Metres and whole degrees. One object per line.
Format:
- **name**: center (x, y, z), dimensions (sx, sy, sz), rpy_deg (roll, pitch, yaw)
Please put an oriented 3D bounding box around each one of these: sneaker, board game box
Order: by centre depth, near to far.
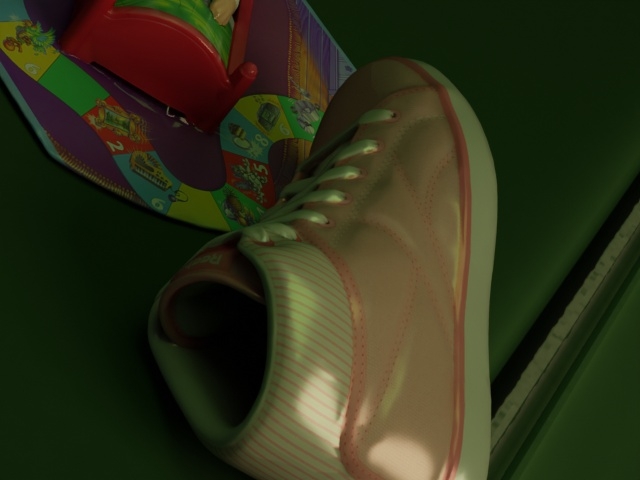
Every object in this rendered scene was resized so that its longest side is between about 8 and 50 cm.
- **sneaker**: center (0.000, 0.000, 0.356), dimensions (0.070, 0.051, 0.134), rpy_deg (25, 47, -29)
- **board game box**: center (-0.040, -0.077, 0.419), dimensions (0.133, 0.033, 0.169), rpy_deg (-13, 62, -51)
